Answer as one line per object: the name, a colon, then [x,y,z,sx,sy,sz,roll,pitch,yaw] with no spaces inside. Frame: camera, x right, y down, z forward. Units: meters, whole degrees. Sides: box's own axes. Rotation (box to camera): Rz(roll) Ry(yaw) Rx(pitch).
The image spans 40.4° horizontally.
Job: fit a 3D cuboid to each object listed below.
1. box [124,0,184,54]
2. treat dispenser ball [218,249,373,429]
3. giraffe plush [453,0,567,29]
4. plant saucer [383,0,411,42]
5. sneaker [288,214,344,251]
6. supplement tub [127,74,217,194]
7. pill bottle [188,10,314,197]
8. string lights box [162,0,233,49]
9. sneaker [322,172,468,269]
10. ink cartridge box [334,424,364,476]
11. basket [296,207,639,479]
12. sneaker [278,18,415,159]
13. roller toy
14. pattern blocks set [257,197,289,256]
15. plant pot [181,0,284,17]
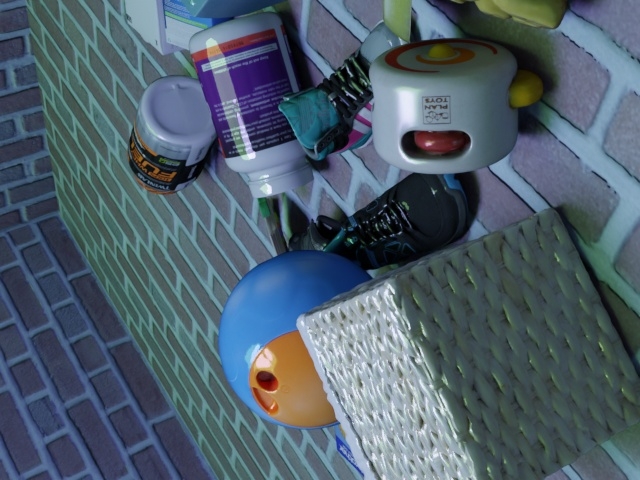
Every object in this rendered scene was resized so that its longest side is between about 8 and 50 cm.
box: [-0.344,-0.535,1.913,0.181,0.119,0.181,44,146,39]
treat dispenser ball: [-0.021,0.158,1.401,0.288,0.288,0.288,43,145,41]
giraffe plush: [0.203,-0.352,0.988,0.181,0.210,0.170,37,112,52]
plant saucer: [0.099,-0.378,1.124,0.241,0.037,0.240,1,-90,-85]
sneaker: [0.000,0.000,1.729,0.227,0.087,0.130,-132,51,-67]
supplement tub: [-0.357,-0.240,2.086,0.193,0.194,0.316,62,154,12]
pill bottle: [-0.117,-0.251,1.631,0.181,0.182,0.322,5,114,62]
string lights box: [-0.250,-0.512,1.752,0.133,0.077,0.259,24,135,24]
sneaker: [0.119,-0.017,1.414,0.125,0.140,0.341,65,153,12]
ink cartridge box: [0.149,0.340,1.634,0.270,0.151,0.395,34,141,49]
basket: [0.205,0.173,1.188,0.331,0.328,0.266,66,152,4]
sneaker: [0.028,-0.227,1.374,0.123,0.178,0.295,58,152,19]
roller toy: [0.162,-0.184,1.136,0.209,0.191,0.146,33,137,50]
pattern blocks set: [-0.084,0.013,1.846,0.324,0.026,0.285,73,179,-48]
plant pot: [-0.128,-0.455,1.362,0.165,0.234,0.165,54,141,-2]
